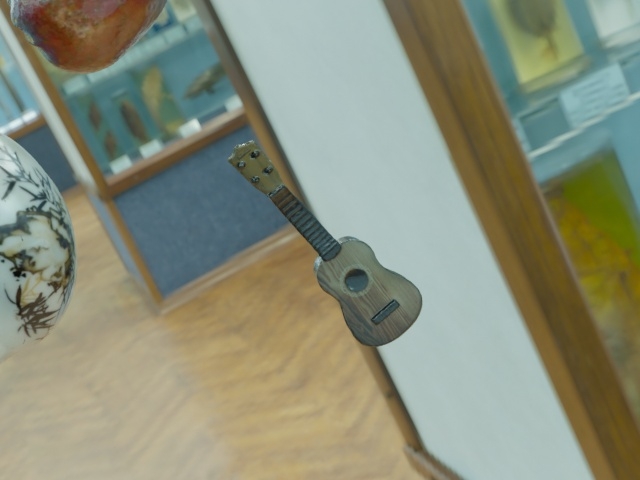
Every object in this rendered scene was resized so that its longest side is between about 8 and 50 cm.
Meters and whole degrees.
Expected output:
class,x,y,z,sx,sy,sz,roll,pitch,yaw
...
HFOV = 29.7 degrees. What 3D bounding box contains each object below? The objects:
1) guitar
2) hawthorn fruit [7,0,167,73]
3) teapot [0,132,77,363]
class,x,y,z,sx,sy,sz,roll,pitch,yaw
guitar,-0.001,-0.001,1.233,0.084,0.271,0.038,-42,20,-1
hawthorn fruit,-0.217,-0.264,1.187,0.194,0.157,0.157,-41,17,2
teapot,-0.315,-0.012,1.026,0.208,0.299,0.166,1,33,49
